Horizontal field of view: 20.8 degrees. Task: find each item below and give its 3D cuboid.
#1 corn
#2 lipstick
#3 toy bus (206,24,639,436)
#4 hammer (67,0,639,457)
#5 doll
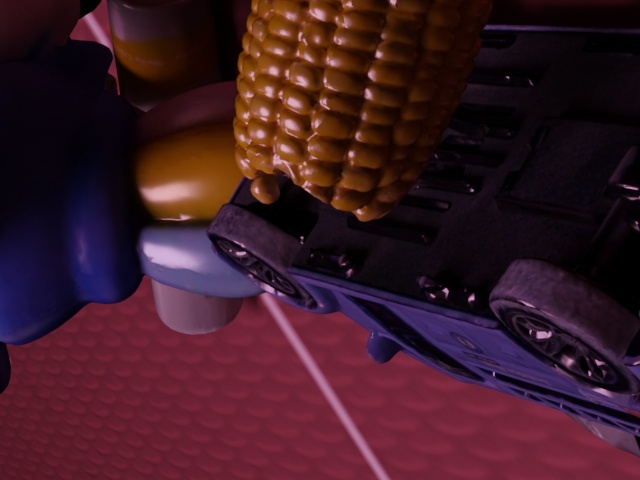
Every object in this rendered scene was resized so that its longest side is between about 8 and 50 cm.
[{"bbox_3d":[0.032,-0.120,0.552,0.080,0.080,0.238,27,102,53],"label":"corn"},{"bbox_3d":[-0.081,-0.049,1.008,0.059,0.059,0.264,43,153,35],"label":"lipstick"},{"bbox_3d":[0.082,-0.004,0.627,0.133,0.125,0.292,41,166,-28],"label":"toy bus"},{"bbox_3d":[-0.001,0.001,0.849,0.427,0.044,0.152,30,143,32],"label":"hammer"},{"bbox_3d":[-0.201,-0.071,0.793,0.365,0.376,0.187,55,-166,20],"label":"doll"}]
